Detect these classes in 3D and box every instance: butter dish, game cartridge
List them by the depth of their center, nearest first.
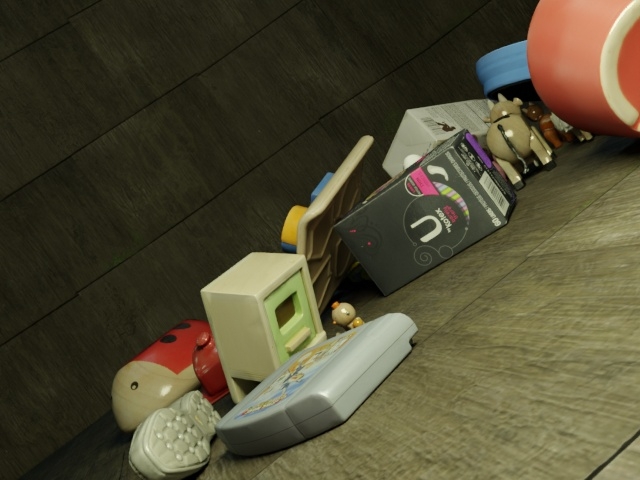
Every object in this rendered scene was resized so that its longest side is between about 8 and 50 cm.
[{"bbox_3d":[-0.020,0.197,0.998,0.198,0.062,0.297,-33,0,-39],"label":"game cartridge"},{"bbox_3d":[-0.215,0.238,1.606,0.160,0.118,0.160,-36,28,9],"label":"butter dish"}]

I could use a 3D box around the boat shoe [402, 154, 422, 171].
[{"bbox_3d":[0.235,-0.105,1.547,0.095,0.084,0.258,-18,-22,17],"label":"boat shoe"}]

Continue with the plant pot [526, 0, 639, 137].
[{"bbox_3d":[0.441,-0.256,1.032,0.275,0.275,0.243,-35,14,12],"label":"plant pot"}]

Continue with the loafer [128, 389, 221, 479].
[{"bbox_3d":[-0.228,0.309,1.146,0.111,0.112,0.319,-41,-5,0],"label":"loafer"}]

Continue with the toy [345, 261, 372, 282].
[{"bbox_3d":[0.119,0.050,1.666,0.137,0.056,0.237,-41,0,-23],"label":"toy"}]

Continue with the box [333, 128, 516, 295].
[{"bbox_3d":[0.187,-0.049,1.361,0.270,0.165,0.143,-35,5,30],"label":"box"}]

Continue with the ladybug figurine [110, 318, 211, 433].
[{"bbox_3d":[-0.399,0.338,2.027,0.305,0.162,0.449,-35,3,26],"label":"ladybug figurine"}]

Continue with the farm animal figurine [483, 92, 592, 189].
[{"bbox_3d":[0.375,-0.204,1.565,0.330,0.172,0.327,-36,3,6],"label":"farm animal figurine"}]

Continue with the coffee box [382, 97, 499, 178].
[{"bbox_3d":[0.311,-0.222,1.772,0.297,0.119,0.168,-14,-37,-35],"label":"coffee box"}]

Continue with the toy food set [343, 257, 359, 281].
[{"bbox_3d":[0.094,0.000,1.842,0.220,0.092,0.306,-36,-13,-5],"label":"toy food set"}]

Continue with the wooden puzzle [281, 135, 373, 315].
[{"bbox_3d":[0.000,0.000,1.484,0.322,0.080,0.348,-55,-21,-50],"label":"wooden puzzle"}]

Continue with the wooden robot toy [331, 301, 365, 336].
[{"bbox_3d":[0.039,0.128,1.116,0.076,0.079,0.173,-37,3,-17],"label":"wooden robot toy"}]

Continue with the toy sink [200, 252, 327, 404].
[{"bbox_3d":[-0.085,0.158,1.313,0.131,0.234,0.153,2,25,33],"label":"toy sink"}]

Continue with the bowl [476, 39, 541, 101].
[{"bbox_3d":[0.527,-0.360,1.601,0.391,0.077,0.391,-5,0,0],"label":"bowl"}]
